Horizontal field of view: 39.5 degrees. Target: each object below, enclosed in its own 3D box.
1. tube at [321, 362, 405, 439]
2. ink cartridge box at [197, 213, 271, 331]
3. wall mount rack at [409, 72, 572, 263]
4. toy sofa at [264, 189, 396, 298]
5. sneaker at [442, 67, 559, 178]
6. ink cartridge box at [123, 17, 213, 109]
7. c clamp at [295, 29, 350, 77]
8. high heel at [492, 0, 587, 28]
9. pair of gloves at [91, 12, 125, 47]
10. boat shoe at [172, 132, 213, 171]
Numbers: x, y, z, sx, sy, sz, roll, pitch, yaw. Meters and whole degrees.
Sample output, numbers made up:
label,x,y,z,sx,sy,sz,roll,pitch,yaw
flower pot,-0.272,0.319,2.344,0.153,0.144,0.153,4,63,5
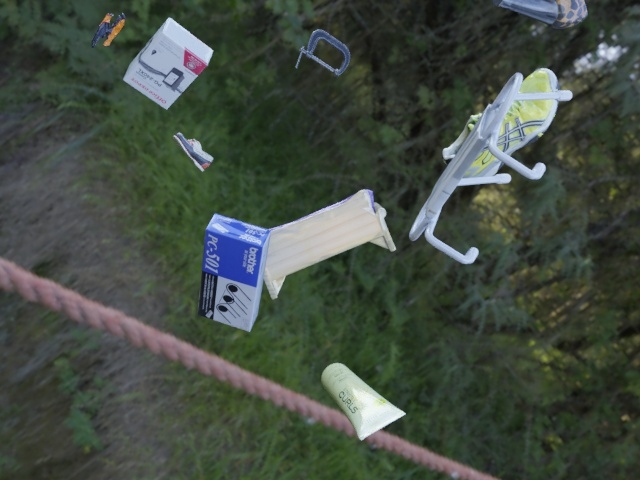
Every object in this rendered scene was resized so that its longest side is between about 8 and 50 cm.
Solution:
label,x,y,z,sx,sy,sz,roll,pitch,yaw
tube,0.070,0.295,1.652,0.062,0.070,0.240,23,5,-23
ink cartridge box,-0.144,0.056,1.462,0.097,0.207,0.046,17,43,5
wall mount rack,0.288,-0.128,1.471,0.130,0.350,0.304,31,40,-1
toy sofa,0.000,0.000,2.312,0.150,0.362,0.177,-106,173,-83
sneaker,0.492,-0.310,2.420,0.147,0.385,0.145,18,30,-43
ink cartridge box,-0.304,-0.348,1.771,0.109,0.150,0.063,34,38,-23
c clamp,0.009,-0.502,2.444,0.160,0.137,0.022,21,-14,-31
high heel,0.407,-0.503,1.527,0.186,0.261,0.093,10,11,-25
pair of gloves,-0.398,-0.393,1.671,0.010,0.074,0.083,39,20,4
boat shoe,-0.296,-0.212,2.071,0.049,0.043,0.137,43,-5,37
